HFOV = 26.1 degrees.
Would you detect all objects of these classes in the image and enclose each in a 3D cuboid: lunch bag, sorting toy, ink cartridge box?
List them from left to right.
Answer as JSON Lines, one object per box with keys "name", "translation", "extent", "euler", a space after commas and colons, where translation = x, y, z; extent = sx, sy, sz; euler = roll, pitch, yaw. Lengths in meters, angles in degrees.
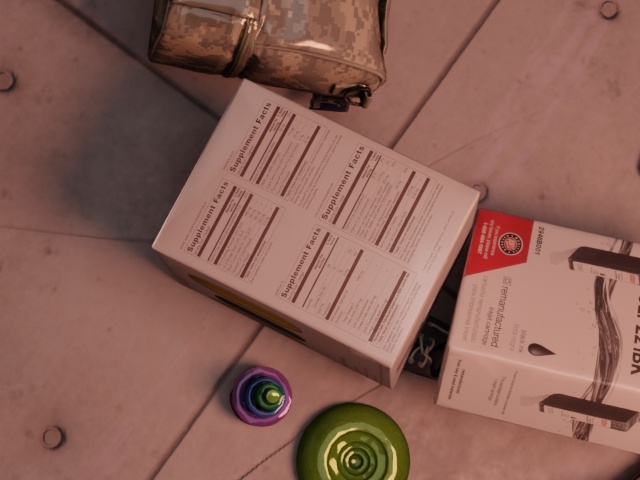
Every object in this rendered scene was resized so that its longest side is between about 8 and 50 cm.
{"name": "lunch bag", "translation": [-0.039, -0.308, 1.469], "extent": [0.256, 0.212, 0.305], "euler": [9, 83, -8]}
{"name": "sorting toy", "translation": [0.066, 0.251, 1.468], "extent": [0.365, 0.126, 0.127], "euler": [36, 79, -5]}
{"name": "ink cartridge box", "translation": [0.275, 0.098, 1.455], "extent": [0.272, 0.114, 0.197], "euler": [13, 51, 5]}

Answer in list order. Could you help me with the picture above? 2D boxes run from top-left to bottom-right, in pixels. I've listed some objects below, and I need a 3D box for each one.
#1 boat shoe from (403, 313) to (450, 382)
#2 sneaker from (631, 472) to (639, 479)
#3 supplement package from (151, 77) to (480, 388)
{"name": "boat shoe", "translation": [0.125, 0.118, 1.522], "extent": [0.206, 0.065, 0.075], "euler": [22, 83, -5]}
{"name": "sneaker", "translation": [0.373, 0.276, 1.493], "extent": [0.257, 0.169, 0.448], "euler": [13, 84, -10]}
{"name": "supplement package", "translation": [0.000, 0.000, 1.423], "extent": [0.262, 0.199, 0.198], "euler": [26, 80, 8]}
